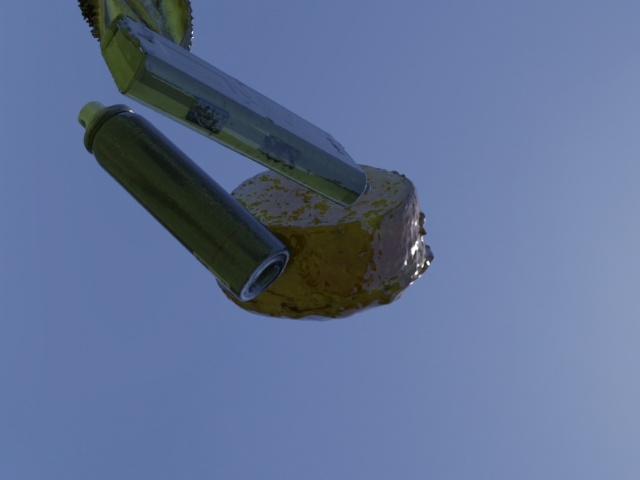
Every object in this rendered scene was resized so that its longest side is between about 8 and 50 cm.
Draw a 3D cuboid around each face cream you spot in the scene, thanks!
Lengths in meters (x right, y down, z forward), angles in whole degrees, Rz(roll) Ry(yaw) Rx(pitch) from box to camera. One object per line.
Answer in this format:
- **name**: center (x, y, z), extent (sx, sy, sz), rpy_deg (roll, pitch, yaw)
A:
- **face cream**: center (-0.153, -0.053, 0.776), extent (0.283, 0.073, 0.073), rpy_deg (41, -69, 17)

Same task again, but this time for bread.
- **bread**: center (0.000, 0.000, 0.877), extent (0.268, 0.268, 0.146), rpy_deg (15, -57, 37)

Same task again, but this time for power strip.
- **power strip**: center (-0.048, -0.089, 0.579), extent (0.034, 0.268, 0.092), rpy_deg (-53, -138, 16)

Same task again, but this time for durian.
- **durian**: center (-0.185, -0.214, 0.679), extent (0.071, 0.140, 0.110), rpy_deg (-1, -133, 41)
